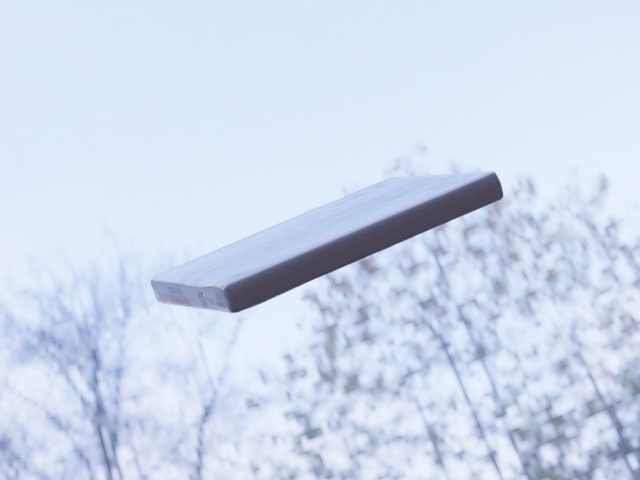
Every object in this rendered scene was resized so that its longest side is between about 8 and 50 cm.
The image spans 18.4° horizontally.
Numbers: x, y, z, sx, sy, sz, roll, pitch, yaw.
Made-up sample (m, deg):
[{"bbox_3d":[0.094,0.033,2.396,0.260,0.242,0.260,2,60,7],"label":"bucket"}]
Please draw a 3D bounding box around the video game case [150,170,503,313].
[{"bbox_3d":[0.000,0.000,1.504,0.227,0.206,0.026,-23,-82,-18],"label":"video game case"}]
